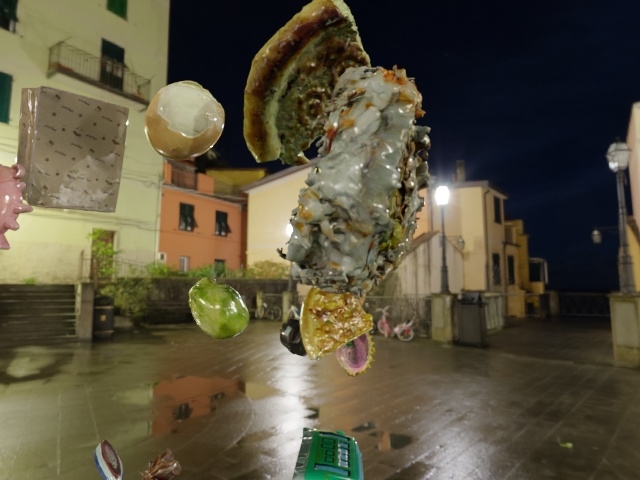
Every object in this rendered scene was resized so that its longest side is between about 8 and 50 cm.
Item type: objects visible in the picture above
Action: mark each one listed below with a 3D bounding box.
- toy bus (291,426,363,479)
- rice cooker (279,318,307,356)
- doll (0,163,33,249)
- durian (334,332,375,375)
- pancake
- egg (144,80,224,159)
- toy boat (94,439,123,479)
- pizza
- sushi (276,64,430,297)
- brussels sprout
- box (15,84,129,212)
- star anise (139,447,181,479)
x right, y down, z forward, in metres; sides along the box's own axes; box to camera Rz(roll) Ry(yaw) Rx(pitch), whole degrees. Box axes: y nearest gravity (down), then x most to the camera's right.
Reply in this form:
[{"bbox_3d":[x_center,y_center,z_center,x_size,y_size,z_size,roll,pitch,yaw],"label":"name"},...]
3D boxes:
[{"bbox_3d":[0.021,0.665,1.184,0.199,0.184,0.343,1,-2,3],"label":"toy bus"},{"bbox_3d":[-0.086,0.392,1.730,0.118,0.142,0.203,21,-18,28],"label":"rice cooker"},{"bbox_3d":[-0.741,-0.068,0.927,0.211,0.262,0.093,37,0,10],"label":"doll"},{"bbox_3d":[0.119,0.379,1.621,0.186,0.261,0.153,-29,-16,32],"label":"durian"},{"bbox_3d":[-0.037,-0.348,1.029,0.427,0.067,0.304,-44,-47,19],"label":"pancake"},{"bbox_3d":[-0.397,-0.333,1.224,0.244,0.201,0.201,-33,-25,32],"label":"egg"},{"bbox_3d":[-0.707,0.752,1.434,0.080,0.046,0.228,11,4,-39],"label":"toy boat"},{"bbox_3d":[0.011,0.249,1.454,0.268,0.258,0.087,-26,-37,-26],"label":"pizza"},{"bbox_3d":[0.081,-0.088,0.733,0.175,0.418,0.417,17,-1,18],"label":"sushi"},{"bbox_3d":[-0.330,0.219,1.365,0.223,0.161,0.223,36,-15,12],"label":"brussels sprout"},{"bbox_3d":[-0.683,-0.245,1.166,0.190,0.297,0.225,20,11,40],"label":"box"},{"bbox_3d":[-0.645,0.959,1.692,0.220,0.099,0.214,-38,34,-15],"label":"star anise"}]
